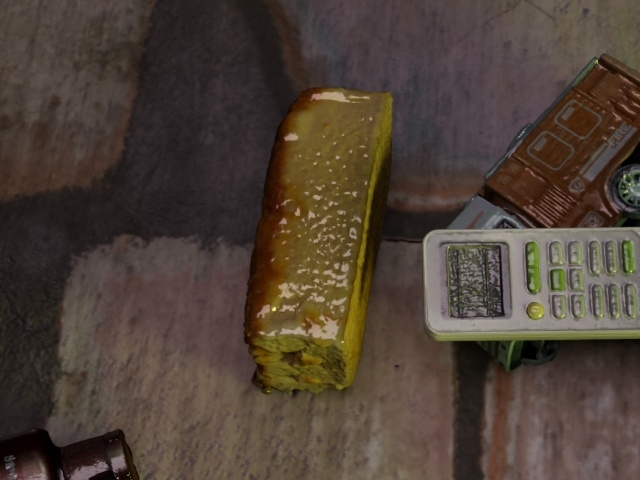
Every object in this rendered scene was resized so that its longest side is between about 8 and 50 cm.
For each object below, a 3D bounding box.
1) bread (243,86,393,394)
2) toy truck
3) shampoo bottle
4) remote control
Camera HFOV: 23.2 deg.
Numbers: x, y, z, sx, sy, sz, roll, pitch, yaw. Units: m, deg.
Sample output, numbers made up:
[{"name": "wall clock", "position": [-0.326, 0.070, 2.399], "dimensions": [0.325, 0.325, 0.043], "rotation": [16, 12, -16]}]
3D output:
[{"name": "bread", "position": [0.000, 0.000, 1.512], "dimensions": [0.114, 0.184, 0.274], "rotation": [10, 68, 6]}, {"name": "toy truck", "position": [0.234, -0.030, 1.523], "dimensions": [0.162, 0.136, 0.305], "rotation": [39, 75, 18]}, {"name": "shampoo bottle", "position": [-0.335, 0.259, 1.484], "dimensions": [0.323, 0.084, 0.129], "rotation": [-18, 67, -3]}, {"name": "remote control", "position": [0.217, 0.039, 1.408], "dimensions": [0.250, 0.034, 0.103], "rotation": [0, 71, 2]}]
